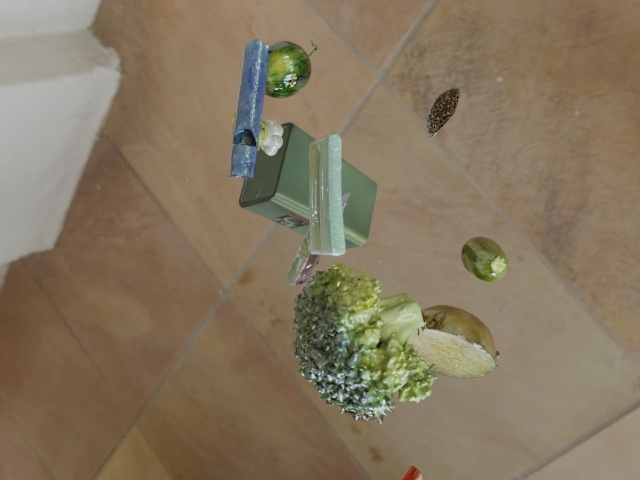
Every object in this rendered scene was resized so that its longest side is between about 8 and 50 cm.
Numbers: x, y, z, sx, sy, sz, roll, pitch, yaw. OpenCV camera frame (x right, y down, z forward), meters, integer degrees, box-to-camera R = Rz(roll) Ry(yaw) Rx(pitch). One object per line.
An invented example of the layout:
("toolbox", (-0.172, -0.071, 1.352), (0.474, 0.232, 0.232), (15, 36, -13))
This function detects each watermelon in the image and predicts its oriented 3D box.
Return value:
("watermelon", (-0.079, -0.432, 1.977), (0.141, 0.187, 0.140), (44, 151, 32))

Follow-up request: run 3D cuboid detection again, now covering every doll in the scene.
("doll", (-0.146, -0.253, 1.847), (0.062, 0.162, 0.106), (2, 84, 34))

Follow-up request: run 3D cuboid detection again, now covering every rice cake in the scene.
("rice cake", (0.008, -0.080, 1.440), (0.080, 0.042, 0.221), (-8, 82, 55))
("rice cake", (-0.002, 0.002, 1.724), (0.051, 0.081, 0.290), (46, 138, 17))

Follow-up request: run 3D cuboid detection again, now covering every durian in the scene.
("durian", (0.273, -0.291, 1.795), (0.052, 0.066, 0.130), (28, 105, 0))

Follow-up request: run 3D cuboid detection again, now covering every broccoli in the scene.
("broccoli", (0.090, 0.209, 1.716), (0.293, 0.281, 0.347), (-22, 88, 67))

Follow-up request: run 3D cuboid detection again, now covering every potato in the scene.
("potato", (0.296, 0.223, 1.873), (0.239, 0.116, 0.299), (27, 155, -11))

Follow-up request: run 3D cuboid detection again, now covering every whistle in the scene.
("whistle", (-0.157, -0.288, 1.745), (0.062, 0.062, 0.304), (8, 91, 40))

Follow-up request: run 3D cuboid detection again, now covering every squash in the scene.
("squash", (0.265, 0.030, 1.269), (0.066, 0.201, 0.066), (0, 94, 3))

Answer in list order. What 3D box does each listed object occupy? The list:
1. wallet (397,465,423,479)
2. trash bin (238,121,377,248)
("wallet", (0.167, 0.634, 1.826), (0.045, 0.204, 0.142), (19, 137, 38))
("trash bin", (-0.018, -0.130, 2.098), (0.158, 0.343, 0.222), (-13, 58, 48))
